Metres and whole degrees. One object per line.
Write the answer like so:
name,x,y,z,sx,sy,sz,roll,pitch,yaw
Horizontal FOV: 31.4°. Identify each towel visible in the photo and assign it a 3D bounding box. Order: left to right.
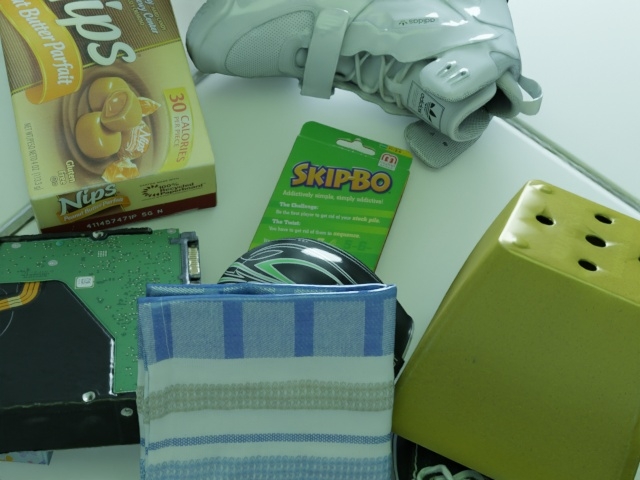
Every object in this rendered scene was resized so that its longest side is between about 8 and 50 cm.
towel,-0.044,0.168,0.916,0.209,0.285,0.034,0,21,-5

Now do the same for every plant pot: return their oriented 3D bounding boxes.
plant pot,0.201,0.075,0.970,0.212,0.187,0.212,24,32,10

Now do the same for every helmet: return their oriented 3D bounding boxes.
helmet,-0.018,0.075,0.991,0.161,0.169,0.169,33,60,-8

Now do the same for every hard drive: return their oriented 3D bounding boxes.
hard drive,-0.271,0.086,1.008,0.339,0.064,0.237,-5,38,-6

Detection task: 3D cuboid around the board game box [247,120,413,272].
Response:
board game box,0.000,0.000,1.136,0.124,0.039,0.259,18,63,6

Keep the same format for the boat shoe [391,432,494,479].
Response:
boat shoe,0.119,0.239,0.959,0.113,0.105,0.306,1,59,-3

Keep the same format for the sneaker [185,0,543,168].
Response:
sneaker,0.053,-0.187,1.192,0.365,0.137,0.210,-10,57,-14

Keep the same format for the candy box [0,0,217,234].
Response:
candy box,-0.231,-0.166,1.190,0.183,0.087,0.316,-12,60,-11

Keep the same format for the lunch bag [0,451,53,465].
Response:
lunch bag,-0.267,0.154,1.014,0.071,0.053,0.083,3,46,0
